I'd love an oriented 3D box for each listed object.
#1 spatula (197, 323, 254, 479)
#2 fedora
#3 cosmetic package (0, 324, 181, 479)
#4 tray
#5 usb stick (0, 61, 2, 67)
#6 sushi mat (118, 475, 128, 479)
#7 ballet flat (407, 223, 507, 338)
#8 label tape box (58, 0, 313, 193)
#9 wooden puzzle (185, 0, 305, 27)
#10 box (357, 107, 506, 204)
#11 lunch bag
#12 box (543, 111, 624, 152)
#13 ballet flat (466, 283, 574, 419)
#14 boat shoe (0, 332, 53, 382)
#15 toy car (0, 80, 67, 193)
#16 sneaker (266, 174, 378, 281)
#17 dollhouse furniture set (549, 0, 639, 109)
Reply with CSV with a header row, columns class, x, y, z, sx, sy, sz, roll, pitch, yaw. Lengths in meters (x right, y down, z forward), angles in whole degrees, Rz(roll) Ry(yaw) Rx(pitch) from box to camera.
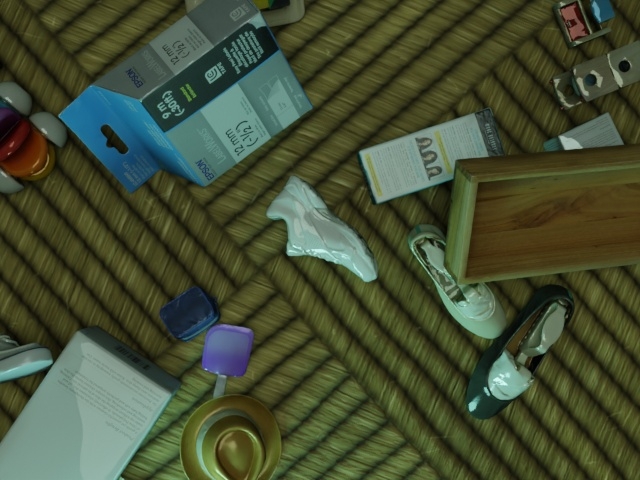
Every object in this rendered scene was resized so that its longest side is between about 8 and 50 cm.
class,x,y,z,sx,sy,sz,roll,pitch,yaw
spatula,-0.184,0.292,1.709,0.084,0.030,0.296,11,89,-2
fedora,-0.147,0.363,1.667,0.194,0.079,0.194,-2,98,-17
cosmetic package,-0.419,0.347,1.635,0.197,0.155,0.365,35,89,-1
tray,0.418,-0.050,1.640,0.411,0.076,0.202,-5,120,-14
usb stick,-0.684,-0.252,1.684,0.278,0.045,0.077,-33,90,-3
sushi mat,-0.359,0.586,1.703,0.151,0.019,0.316,28,88,-3
ballet flat,0.241,0.076,1.707,0.086,0.086,0.248,-41,92,-3
label tape box,-0.212,-0.217,1.599,0.348,0.249,0.115,-38,54,-4
wooden puzzle,-0.125,-0.460,1.626,0.239,0.044,0.220,-21,115,-38
box,0.195,-0.147,1.717,0.244,0.060,0.100,-18,90,-3
lunch bag,-0.222,0.127,1.693,0.098,0.065,0.067,-32,75,-2
box,0.465,-0.160,1.710,0.101,0.102,0.087,-26,89,-3
ballet flat,0.350,0.196,1.701,0.095,0.096,0.280,33,89,-11
boat shoe,-0.548,0.195,1.618,0.268,0.096,0.088,-20,77,38
toy car,-0.533,-0.177,1.644,0.182,0.136,0.159,41,88,-2
sneaker,0.000,0.000,1.702,0.115,0.090,0.232,-45,83,4
dollhouse furniture set,0.464,-0.339,1.698,0.129,0.129,0.183,-22,91,-3
